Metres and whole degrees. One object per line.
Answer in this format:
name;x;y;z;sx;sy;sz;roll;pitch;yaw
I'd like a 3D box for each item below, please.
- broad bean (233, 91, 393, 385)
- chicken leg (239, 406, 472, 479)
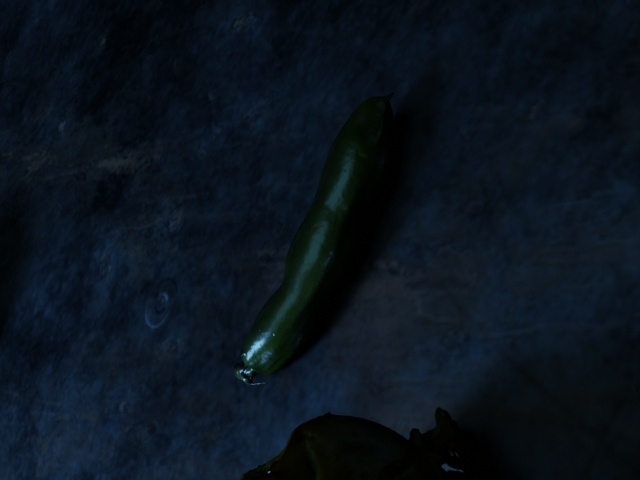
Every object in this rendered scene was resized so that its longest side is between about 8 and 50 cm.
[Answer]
broad bean;0.001;0.001;0.973;0.255;0.046;0.065;-64;25;2
chicken leg;0.034;0.244;0.701;0.211;0.140;0.361;-27;43;6
